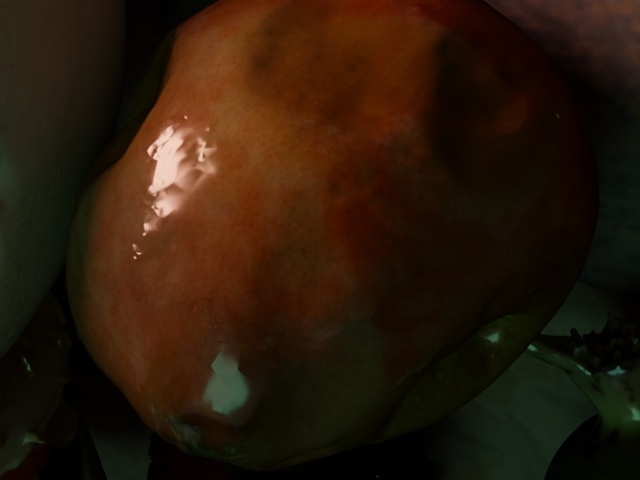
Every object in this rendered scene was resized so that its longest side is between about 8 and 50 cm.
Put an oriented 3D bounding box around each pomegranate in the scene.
[{"bbox_3d":[0.171,0.114,0.646,0.148,0.148,0.169,-15,82,39],"label":"pomegranate"}]

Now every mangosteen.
[{"bbox_3d":[-0.012,0.150,0.774,0.166,0.166,0.180,14,158,22],"label":"mangosteen"}]

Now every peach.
[{"bbox_3d":[0.000,0.000,0.575,0.214,0.235,0.214,26,142,23],"label":"peach"}]

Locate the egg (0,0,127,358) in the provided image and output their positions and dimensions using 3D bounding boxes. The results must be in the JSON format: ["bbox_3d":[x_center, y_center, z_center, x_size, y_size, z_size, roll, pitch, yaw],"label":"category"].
[{"bbox_3d":[-0.232,-0.066,0.601,0.283,0.345,0.283,35,171,6],"label":"egg"}]

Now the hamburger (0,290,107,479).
[{"bbox_3d":[-0.300,0.131,0.811,0.330,0.330,0.250,15,132,21],"label":"hamburger"}]
